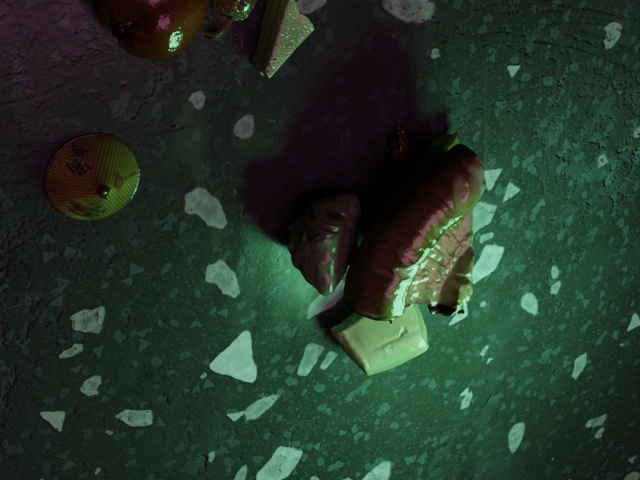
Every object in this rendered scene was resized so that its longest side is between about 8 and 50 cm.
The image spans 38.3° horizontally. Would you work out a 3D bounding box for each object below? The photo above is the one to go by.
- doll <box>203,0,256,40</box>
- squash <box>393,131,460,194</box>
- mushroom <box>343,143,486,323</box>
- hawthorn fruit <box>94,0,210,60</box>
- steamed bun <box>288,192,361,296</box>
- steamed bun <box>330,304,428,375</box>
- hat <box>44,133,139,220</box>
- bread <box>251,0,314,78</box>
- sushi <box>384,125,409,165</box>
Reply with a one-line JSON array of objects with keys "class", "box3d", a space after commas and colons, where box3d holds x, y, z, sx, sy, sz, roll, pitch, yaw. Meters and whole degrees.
[{"class": "doll", "box3d": [-0.157, -0.481, 1.759, 0.115, 0.105, 0.221, 33, 100, -3]}, {"class": "squash", "box3d": [0.255, -0.167, 2.219, 0.069, 0.069, 0.239, 33, 98, -40]}, {"class": "mushroom", "box3d": [0.216, -0.033, 2.108, 0.313, 0.224, 0.397, -3, 116, -27]}, {"class": "hawthorn fruit", "box3d": [-0.280, -0.447, 1.666, 0.251, 0.199, 0.199, -44, 132, -19]}, {"class": "steamed bun", "box3d": [0.001, -0.001, 2.116, 0.211, 0.144, 0.218, -50, 147, -55]}, {"class": "steamed bun", "box3d": [0.149, 0.224, 2.348, 0.225, 0.170, 0.200, -24, 97, 3]}, {"class": "hat", "box3d": [-0.441, -0.109, 1.828, 0.193, 0.082, 0.193, -14, 123, -22]}, {"class": "bread", "box3d": [-0.098, -0.418, 1.849, 0.152, 0.077, 0.105, -49, 134, -1]}, {"class": "sushi", "box3d": [0.178, -0.217, 2.157, 0.047, 0.050, 0.099, 8, 102, -27]}]
